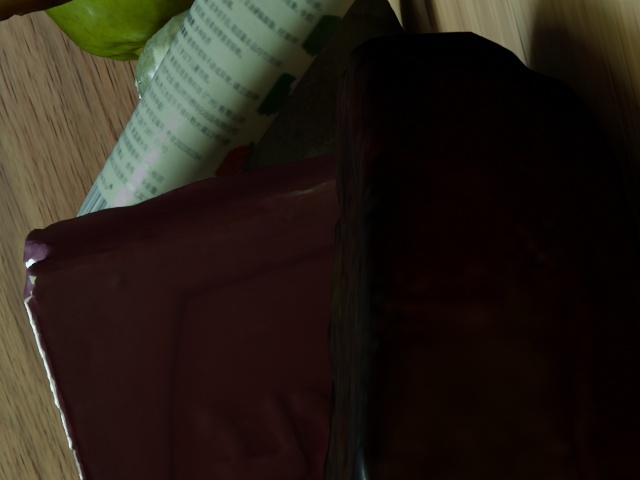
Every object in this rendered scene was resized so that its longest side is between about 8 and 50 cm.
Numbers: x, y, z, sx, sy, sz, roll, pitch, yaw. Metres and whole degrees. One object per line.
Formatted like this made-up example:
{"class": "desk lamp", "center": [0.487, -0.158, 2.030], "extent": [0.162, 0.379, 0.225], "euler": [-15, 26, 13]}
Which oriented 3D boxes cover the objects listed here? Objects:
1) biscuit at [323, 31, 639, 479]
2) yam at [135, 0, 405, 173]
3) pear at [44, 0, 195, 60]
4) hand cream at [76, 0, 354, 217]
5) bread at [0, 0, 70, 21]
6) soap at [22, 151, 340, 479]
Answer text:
{"class": "biscuit", "center": [0.045, 0.135, 0.568], "extent": [0.407, 0.091, 0.407], "euler": [180, 90, -89]}
{"class": "yam", "center": [0.007, 0.007, 0.985], "extent": [0.168, 0.168, 0.304], "euler": [-164, 56, -89]}
{"class": "pear", "center": [-0.130, -0.289, 1.214], "extent": [0.269, 0.269, 0.321], "euler": [-113, 19, -80]}
{"class": "hand cream", "center": [-0.053, -0.077, 0.874], "extent": [0.059, 0.276, 0.095], "euler": [0, -139, -52]}
{"class": "bread", "center": [-0.114, -0.201, 0.784], "extent": [0.114, 0.275, 0.184], "euler": [78, 175, -45]}
{"class": "soap", "center": [0.013, 0.140, 0.837], "extent": [0.128, 0.233, 0.359], "euler": [-133, 26, -80]}
